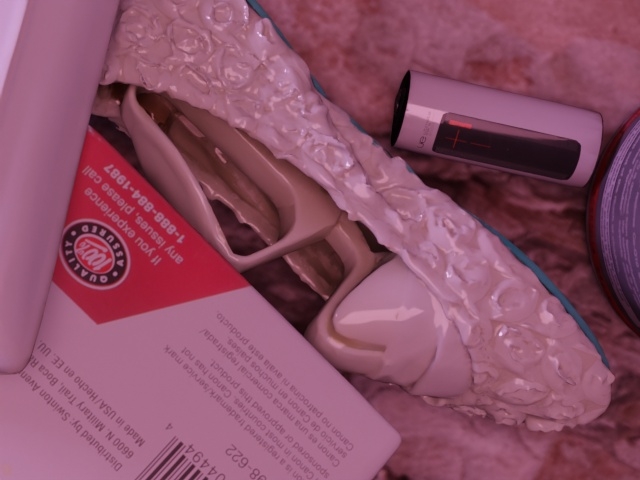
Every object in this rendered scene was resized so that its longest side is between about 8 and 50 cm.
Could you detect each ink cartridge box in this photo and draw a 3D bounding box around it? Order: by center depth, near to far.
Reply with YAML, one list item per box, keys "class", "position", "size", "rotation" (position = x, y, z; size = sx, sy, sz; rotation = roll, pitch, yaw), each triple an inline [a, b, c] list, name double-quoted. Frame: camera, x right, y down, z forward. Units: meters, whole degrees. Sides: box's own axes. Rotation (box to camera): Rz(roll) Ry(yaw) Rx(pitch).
- class: "ink cartridge box"
  position: [-0.190, 0.165, 0.857]
  size: [0.279, 0.160, 0.384]
  rotation: [46, 71, -7]

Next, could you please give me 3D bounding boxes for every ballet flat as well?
- class: "ballet flat"
  position: [0.000, 0.000, 0.919]
  size: [0.409, 0.147, 0.147]
  rotation: [44, 88, 1]

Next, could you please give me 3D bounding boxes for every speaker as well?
- class: "speaker"
  position: [0.117, -0.075, 0.976]
  size: [0.136, 0.055, 0.055]
  rotation: [12, 92, -6]

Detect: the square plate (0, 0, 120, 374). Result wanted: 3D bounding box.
- class: "square plate"
  position: [-0.299, -0.107, 0.830]
  size: [0.347, 0.049, 0.344]
  rotation: [7, 65, 6]

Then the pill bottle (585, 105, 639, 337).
- class: "pill bottle"
  position: [0.300, -0.004, 0.843]
  size: [0.210, 0.363, 0.210]
  rotation: [0, 93, -5]
